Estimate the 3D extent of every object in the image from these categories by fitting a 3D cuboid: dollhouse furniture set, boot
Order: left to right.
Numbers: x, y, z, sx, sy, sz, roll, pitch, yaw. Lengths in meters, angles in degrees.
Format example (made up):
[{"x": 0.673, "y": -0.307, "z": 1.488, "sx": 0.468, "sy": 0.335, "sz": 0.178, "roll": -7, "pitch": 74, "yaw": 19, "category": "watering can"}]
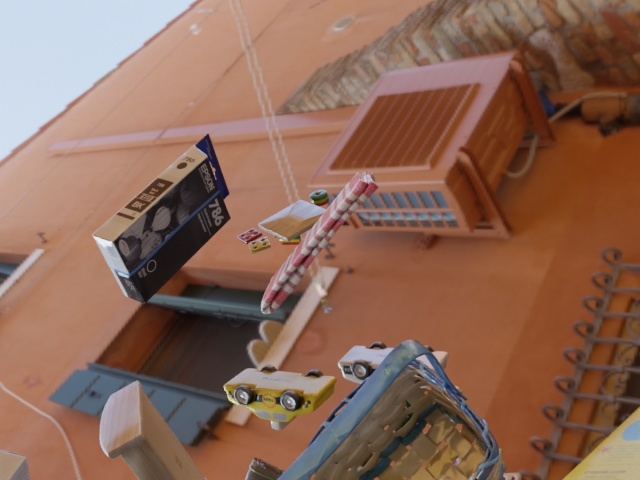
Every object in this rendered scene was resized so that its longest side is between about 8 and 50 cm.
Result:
[{"x": -0.301, "y": 0.374, "z": 0.898, "sx": 0.304, "sy": 0.286, "sz": 0.198, "roll": -30, "pitch": -68, "yaw": -4, "category": "dollhouse furniture set"}, {"x": -0.125, "y": 0.599, "z": 1.598, "sx": 0.208, "sy": 0.190, "sz": 0.076, "roll": -62, "pitch": -4, "yaw": -2, "category": "boot"}]

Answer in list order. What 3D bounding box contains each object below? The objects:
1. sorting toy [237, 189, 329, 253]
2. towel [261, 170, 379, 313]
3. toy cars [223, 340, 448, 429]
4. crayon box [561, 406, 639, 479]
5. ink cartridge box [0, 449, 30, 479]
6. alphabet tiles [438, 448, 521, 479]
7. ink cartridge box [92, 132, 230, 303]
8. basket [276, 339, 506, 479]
[{"x": -0.064, "y": -0.031, "z": 1.753, "sx": 0.275, "sy": 0.132, "sz": 0.046, "roll": -31, "pitch": -59, "yaw": -25, "category": "sorting toy"}, {"x": 0.000, "y": 0.000, "z": 0.877, "sx": 0.029, "sy": 0.144, "sz": 0.197, "roll": 39, "pitch": -81, "yaw": -3, "category": "towel"}, {"x": 0.033, "y": 0.259, "z": 1.298, "sx": 0.394, "sy": 0.176, "sz": 0.087, "roll": -10, "pitch": -76, "yaw": -12, "category": "toy cars"}, {"x": 0.318, "y": 0.213, "z": 0.624, "sx": 0.319, "sy": 0.202, "sz": 0.081, "roll": -27, "pitch": -93, "yaw": -31, "category": "crayon box"}, {"x": -0.548, "y": 0.461, "z": 1.238, "sx": 0.127, "sy": 0.073, "sz": 0.175, "roll": -68, "pitch": -14, "yaw": -58, "category": "ink cartridge box"}, {"x": 0.315, "y": 0.632, "z": 1.628, "sx": 0.011, "sy": 0.285, "sz": 0.342, "roll": 33, "pitch": -124, "yaw": -27, "category": "alphabet tiles"}, {"x": -0.276, "y": -0.049, "z": 1.425, "sx": 0.332, "sy": 0.065, "sz": 0.165, "roll": -51, "pitch": -39, "yaw": -34, "category": "ink cartridge box"}, {"x": 0.074, "y": 0.260, "z": 0.853, "sx": 0.255, "sy": 0.201, "sz": 0.289, "roll": -46, "pitch": -36, "yaw": -3, "category": "basket"}]
